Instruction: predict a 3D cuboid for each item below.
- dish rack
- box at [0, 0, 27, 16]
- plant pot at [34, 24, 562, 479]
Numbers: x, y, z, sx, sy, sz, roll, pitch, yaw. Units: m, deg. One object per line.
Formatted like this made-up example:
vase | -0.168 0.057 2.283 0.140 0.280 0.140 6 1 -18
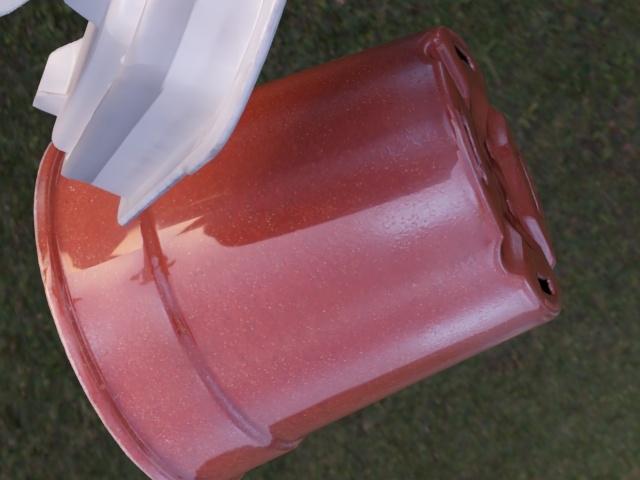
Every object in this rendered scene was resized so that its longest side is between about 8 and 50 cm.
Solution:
dish rack | -0.060 -0.161 0.619 0.072 0.333 0.285 17 80 -12
box | -0.189 -0.192 0.426 0.113 0.094 0.275 -20 123 3
plant pot | 0.000 0.000 0.911 0.265 0.272 0.272 -22 129 17
